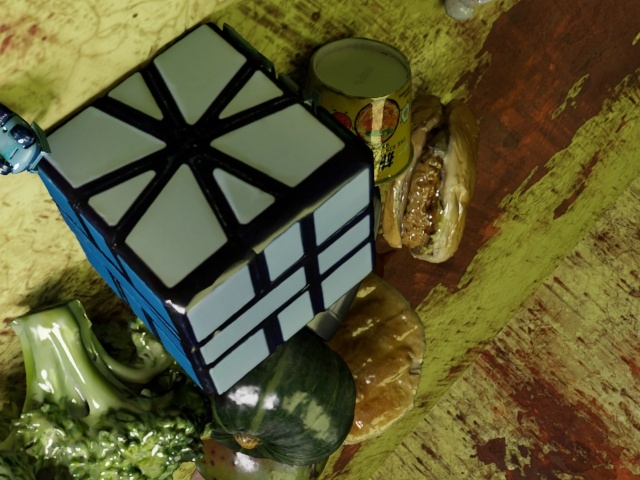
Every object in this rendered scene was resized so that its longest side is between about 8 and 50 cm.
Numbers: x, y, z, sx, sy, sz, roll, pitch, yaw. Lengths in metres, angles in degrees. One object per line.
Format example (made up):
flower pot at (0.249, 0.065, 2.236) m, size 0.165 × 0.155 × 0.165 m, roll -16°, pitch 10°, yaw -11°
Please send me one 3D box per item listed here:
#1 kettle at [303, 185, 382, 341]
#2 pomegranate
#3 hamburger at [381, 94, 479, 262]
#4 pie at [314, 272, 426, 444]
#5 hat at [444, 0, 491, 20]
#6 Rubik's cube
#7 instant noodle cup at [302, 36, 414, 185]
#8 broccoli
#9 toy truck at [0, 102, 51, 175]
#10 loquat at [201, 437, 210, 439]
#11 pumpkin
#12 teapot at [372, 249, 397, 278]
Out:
kettle at (0.007, 0.002, 1.583) m, size 0.271 × 0.207 × 0.251 m, roll -59°, pitch 140°, yaw -7°
pomegranate at (-0.121, 0.395, 1.921) m, size 0.291 × 0.291 × 0.323 m, roll -17°, pitch 144°, yaw -48°
hamburger at (0.181, -0.099, 1.632) m, size 0.283 × 0.145 × 0.259 m, roll -62°, pitch 167°, yaw -58°
pie at (0.027, 0.199, 1.790) m, size 0.339 × 0.339 × 0.083 m, roll -41°, pitch 180°, yaw -11°
hat at (0.234, -0.381, 1.474) m, size 0.112 × 0.093 × 0.162 m, roll -1°, pitch 144°, yaw -23°
Rubik's cube at (-0.124, -0.035, 1.193) m, size 0.293 × 0.288 × 0.283 m, roll -42°, pitch 156°, yaw -15°
instant noodle cup at (0.049, -0.183, 1.391) m, size 0.182 × 0.182 × 0.144 m, roll -30°, pitch 144°, yaw -32°
broccoli at (-0.312, 0.238, 1.346) m, size 0.338 × 0.277 × 0.317 m, roll 12°, pitch 88°, yaw -23°
toy truck at (-0.312, -0.102, 1.039) m, size 0.056 × 0.073 × 0.090 m, roll -50°, pitch 170°, yaw 10°
loquat at (-0.209, 0.279, 1.751) m, size 0.141 × 0.141 × 0.141 m, roll -37°, pitch 156°, yaw -20°
pumpkin at (-0.085, 0.226, 1.576) m, size 0.300 × 0.300 × 0.207 m, roll 75°, pitch 36°, yaw -64°
teapot at (0.062, 0.055, 1.899) m, size 0.173 × 0.116 × 0.116 m, roll -22°, pitch 161°, yaw 14°
